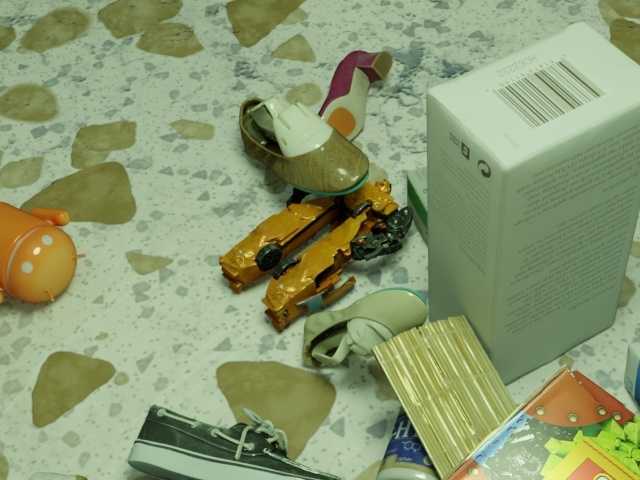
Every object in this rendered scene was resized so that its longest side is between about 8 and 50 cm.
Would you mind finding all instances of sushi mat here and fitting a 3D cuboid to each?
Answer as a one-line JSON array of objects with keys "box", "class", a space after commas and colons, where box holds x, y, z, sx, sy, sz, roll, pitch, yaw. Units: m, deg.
[{"box": [0.192, 0.240, 1.243, 0.151, 0.019, 0.316, -15, 62, -26], "class": "sushi mat"}]

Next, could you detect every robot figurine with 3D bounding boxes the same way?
[{"box": [-0.466, 0.016, 1.562, 0.219, 0.128, 0.158, 23, 24, 23], "class": "robot figurine"}, {"box": [0.000, 0.000, 1.555, 0.291, 0.085, 0.211, -36, 55, -22], "class": "robot figurine"}]

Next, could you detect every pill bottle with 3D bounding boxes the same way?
[{"box": [0.148, 0.253, 1.304, 0.112, 0.112, 0.186, 12, 51, 16], "class": "pill bottle"}]

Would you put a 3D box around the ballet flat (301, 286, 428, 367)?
[{"box": [0.051, 0.128, 1.370, 0.086, 0.248, 0.086, 10, 70, -30], "class": "ballet flat"}]

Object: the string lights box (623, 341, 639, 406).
[{"box": [0.499, 0.224, 1.269, 0.133, 0.076, 0.259, -9, 34, -7], "class": "string lights box"}]

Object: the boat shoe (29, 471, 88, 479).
[{"box": [-0.380, 0.405, 1.245, 0.096, 0.098, 0.277, 9, 42, 14], "class": "boat shoe"}]

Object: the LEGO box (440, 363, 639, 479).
[{"box": [0.281, 0.406, 0.903, 0.193, 0.500, 0.372, -37, 55, -24], "class": "LEGO box"}]

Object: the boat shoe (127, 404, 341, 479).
[{"box": [-0.095, 0.277, 1.310, 0.306, 0.113, 0.105, 7, 65, 24], "class": "boat shoe"}]

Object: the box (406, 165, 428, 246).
[{"box": [0.197, -0.060, 1.583, 0.102, 0.087, 0.101, -18, 50, -8], "class": "box"}]

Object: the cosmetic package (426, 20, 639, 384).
[{"box": [0.271, -0.026, 1.305, 0.230, 0.453, 0.161, -25, 51, -16], "class": "cosmetic package"}]

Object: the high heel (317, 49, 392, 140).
[{"box": [0.026, -0.243, 1.785, 0.117, 0.082, 0.244, 2, 57, 51], "class": "high heel"}]

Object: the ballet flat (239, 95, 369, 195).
[{"box": [-0.045, -0.165, 1.594, 0.116, 0.124, 0.342, -34, 29, -12], "class": "ballet flat"}]
